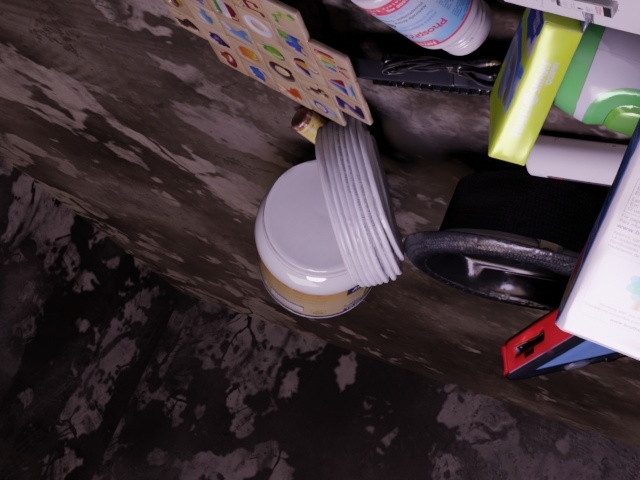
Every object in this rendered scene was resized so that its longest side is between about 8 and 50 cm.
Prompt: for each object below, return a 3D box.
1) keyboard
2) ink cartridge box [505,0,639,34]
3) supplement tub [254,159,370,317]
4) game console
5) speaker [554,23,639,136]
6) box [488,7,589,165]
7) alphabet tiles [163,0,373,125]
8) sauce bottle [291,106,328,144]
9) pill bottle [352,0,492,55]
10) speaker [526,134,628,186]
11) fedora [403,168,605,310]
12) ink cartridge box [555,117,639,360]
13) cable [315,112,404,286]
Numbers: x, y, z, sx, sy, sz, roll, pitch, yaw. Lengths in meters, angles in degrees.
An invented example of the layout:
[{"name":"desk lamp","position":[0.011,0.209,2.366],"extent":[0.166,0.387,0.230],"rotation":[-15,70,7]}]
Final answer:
[{"name":"keyboard","position":[0.170,-0.181,1.220],"extent":[0.317,0.033,0.201],"rotation":[12,-177,39]},{"name":"ink cartridge box","position":[0.235,-0.241,0.902],"extent":[0.135,0.099,0.056],"rotation":[18,161,19]},{"name":"supplement tub","position":[0.000,0.000,1.865],"extent":[0.228,0.228,0.316],"rotation":[23,166,5]},{"name":"game console","position":[0.452,0.106,1.429],"extent":[0.342,0.060,0.386],"rotation":[-5,162,-16]},{"name":"speaker","position":[0.381,-0.131,1.005],"extent":[0.296,0.131,0.131],"rotation":[21,165,12]},{"name":"box","position":[0.207,-0.173,1.012],"extent":[0.042,0.109,0.178],"rotation":[15,133,-3]},{"name":"alphabet tiles","position":[-0.085,-0.263,1.386],"extent":[0.342,0.011,0.285],"rotation":[30,169,23]},{"name":"sauce bottle","position":[0.012,-0.160,1.659],"extent":[0.128,0.042,0.042],"rotation":[33,163,-33]},{"name":"pill bottle","position":[0.104,-0.249,1.083],"extent":[0.087,0.087,0.160],"rotation":[9,172,45]},{"name":"speaker","position":[0.329,-0.100,1.337],"extent":[0.136,0.055,0.055],"rotation":[12,161,38]},{"name":"fedora","position":[0.293,-0.007,1.507],"extent":[0.334,0.152,0.334],"rotation":[14,165,4]},{"name":"ink cartridge box","position":[0.393,-0.060,0.866],"extent":[0.270,0.151,0.395],"rotation":[22,129,10]},{"name":"cable","position":[0.056,-0.060,1.560],"extent":[0.089,0.257,0.257],"rotation":[-15,114,6]}]
